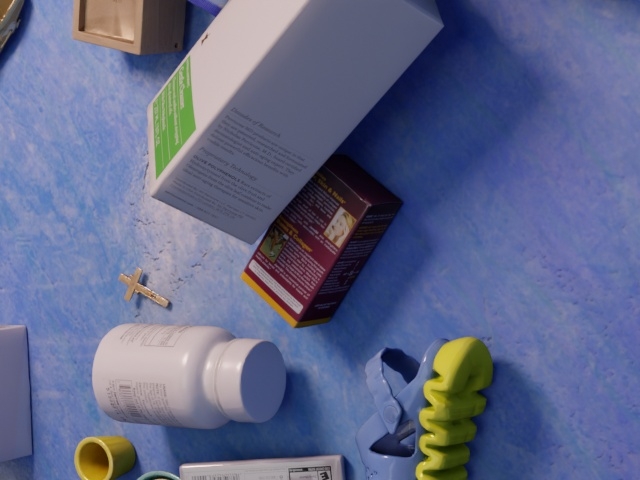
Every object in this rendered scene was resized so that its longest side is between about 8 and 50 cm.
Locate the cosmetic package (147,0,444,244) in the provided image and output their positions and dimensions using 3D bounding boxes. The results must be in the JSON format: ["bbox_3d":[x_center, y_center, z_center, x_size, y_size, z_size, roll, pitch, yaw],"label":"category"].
[{"bbox_3d":[-0.039,-0.198,1.569,0.365,0.155,0.197,-50,29,26],"label":"cosmetic package"}]

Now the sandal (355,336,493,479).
[{"bbox_3d":[0.099,0.251,1.584,0.138,0.126,0.317,17,94,34],"label":"sandal"}]

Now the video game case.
[{"bbox_3d":[-0.066,0.370,1.704,0.212,0.023,0.193,-5,90,12],"label":"video game case"}]

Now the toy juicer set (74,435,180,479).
[{"bbox_3d":[-0.208,0.404,1.797,0.329,0.089,0.209,20,103,29],"label":"toy juicer set"}]

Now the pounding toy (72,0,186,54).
[{"bbox_3d":[-0.261,-0.360,1.772,0.181,0.094,0.206,17,110,34],"label":"pounding toy"}]

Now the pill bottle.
[{"bbox_3d":[-0.165,0.173,1.730,0.229,0.131,0.131,0,93,33],"label":"pill bottle"}]

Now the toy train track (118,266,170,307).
[{"bbox_3d":[-0.236,0.067,1.839,0.083,0.014,0.048,29,101,22],"label":"toy train track"}]

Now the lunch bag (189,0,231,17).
[{"bbox_3d":[-0.126,-0.478,1.596,0.385,0.239,0.328,40,114,-8],"label":"lunch bag"}]

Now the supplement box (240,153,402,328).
[{"bbox_3d":[0.000,0.000,1.644,0.104,0.080,0.188,42,114,24],"label":"supplement box"}]

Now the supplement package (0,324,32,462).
[{"bbox_3d":[-0.536,0.223,1.926,0.149,0.203,0.194,-1,92,33],"label":"supplement package"}]

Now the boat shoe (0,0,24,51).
[{"bbox_3d":[-0.464,-0.297,1.946,0.056,0.048,0.153,45,109,35],"label":"boat shoe"}]
